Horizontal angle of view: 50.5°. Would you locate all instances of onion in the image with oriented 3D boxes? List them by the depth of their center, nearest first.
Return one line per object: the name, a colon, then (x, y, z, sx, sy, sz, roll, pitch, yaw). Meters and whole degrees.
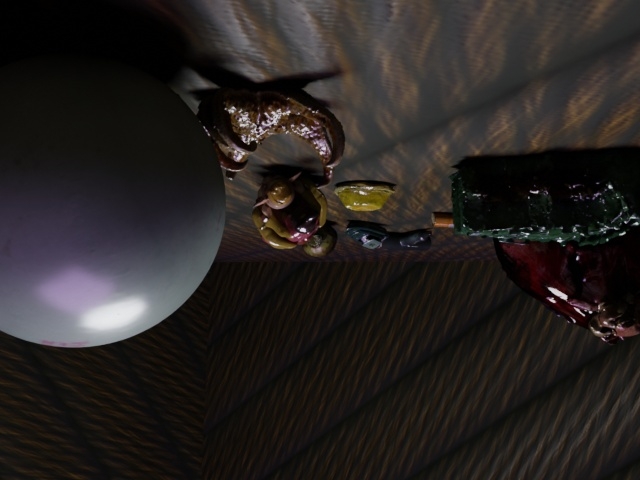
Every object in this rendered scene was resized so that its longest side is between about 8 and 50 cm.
onion: (0.409, 0.017, 1.076, 0.280, 0.281, 0.221, 4, 142, -21)

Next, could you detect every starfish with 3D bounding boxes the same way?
starfish: (-0.049, -0.095, 0.647, 0.146, 0.074, 0.190, 4, 175, -15)

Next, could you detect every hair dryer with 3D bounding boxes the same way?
hair dryer: (0.267, -0.005, 1.828, 0.173, 0.050, 0.195, 1, 173, -31)

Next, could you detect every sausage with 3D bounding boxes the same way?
sausage: (0.287, -0.042, 1.428, 0.107, 0.031, 0.031, 2, 175, -9)

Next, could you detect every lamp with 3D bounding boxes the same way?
lamp: (-0.051, -0.047, 1.032, 0.118, 0.118, 0.253, 2, 176, 0)

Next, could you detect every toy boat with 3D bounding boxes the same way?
toy boat: (0.107, -0.018, 1.652, 0.055, 0.060, 0.141, -30, 152, 32)

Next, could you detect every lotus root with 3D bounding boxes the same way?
lotus root: (0.000, 0.000, 1.683, 0.080, 0.089, 0.179, 44, -178, 4)

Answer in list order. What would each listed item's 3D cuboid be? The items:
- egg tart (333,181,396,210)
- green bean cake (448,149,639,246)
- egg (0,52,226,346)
egg tart: (0.071, -0.071, 1.110, 0.105, 0.039, 0.105, 3, 174, 0)
green bean cake: (0.279, -0.052, 0.869, 0.208, 0.107, 0.193, 3, 176, -3)
egg: (-0.202, -0.029, 0.574, 0.229, 0.230, 0.371, 3, 176, -19)
